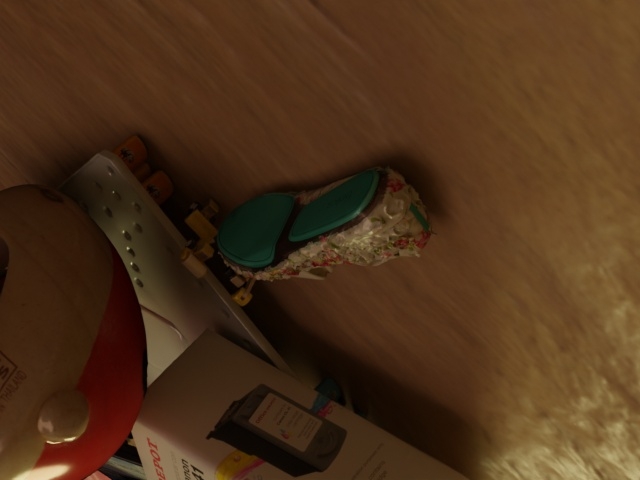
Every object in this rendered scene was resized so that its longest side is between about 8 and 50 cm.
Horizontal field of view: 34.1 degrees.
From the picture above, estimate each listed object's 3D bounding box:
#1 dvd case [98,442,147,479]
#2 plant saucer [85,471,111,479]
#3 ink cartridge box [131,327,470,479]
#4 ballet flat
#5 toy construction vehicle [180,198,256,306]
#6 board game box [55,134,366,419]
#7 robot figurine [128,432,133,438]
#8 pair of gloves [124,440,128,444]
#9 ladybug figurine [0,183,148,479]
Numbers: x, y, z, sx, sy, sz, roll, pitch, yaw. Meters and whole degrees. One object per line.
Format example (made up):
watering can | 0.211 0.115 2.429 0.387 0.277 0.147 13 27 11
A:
dvd case | -0.239 0.304 1.380 0.180 0.022 0.253 14 158 18
plant saucer | -0.432 0.341 1.677 0.332 0.084 0.332 31 145 25
ink cartridge box | -0.021 0.256 1.007 0.306 0.131 0.226 25 142 27
ballet flat | 0.000 0.000 0.850 0.077 0.091 0.241 35 157 -26
toy construction vehicle | -0.089 0.008 0.959 0.035 0.098 0.086 -36 110 21
board game box | -0.170 0.098 1.166 0.390 0.050 0.390 52 147 -10
robot figurine | -0.359 0.167 1.417 0.211 0.085 0.291 7 131 45
pair of gloves | -0.284 0.328 1.576 0.083 0.010 0.074 50 148 -2
ladybug figurine | -0.290 0.106 1.007 0.162 0.305 0.449 33 178 -32
